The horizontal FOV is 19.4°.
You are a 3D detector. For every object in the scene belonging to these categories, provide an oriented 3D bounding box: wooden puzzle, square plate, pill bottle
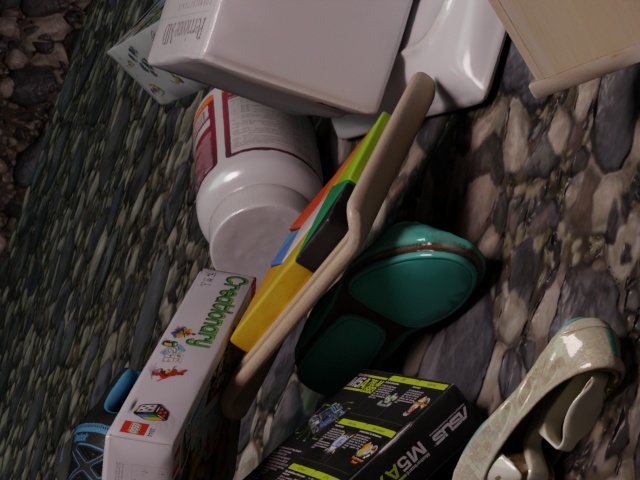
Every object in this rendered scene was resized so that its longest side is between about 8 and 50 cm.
[{"bbox_3d":[0.000,0.000,1.457,0.239,0.044,0.221,-57,4,38],"label":"wooden puzzle"},{"bbox_3d":[0.101,-0.267,1.606,0.347,0.049,0.344,174,112,-71],"label":"square plate"},{"bbox_3d":[-0.058,-0.053,1.761,0.221,0.121,0.121,-98,30,-54],"label":"pill bottle"}]

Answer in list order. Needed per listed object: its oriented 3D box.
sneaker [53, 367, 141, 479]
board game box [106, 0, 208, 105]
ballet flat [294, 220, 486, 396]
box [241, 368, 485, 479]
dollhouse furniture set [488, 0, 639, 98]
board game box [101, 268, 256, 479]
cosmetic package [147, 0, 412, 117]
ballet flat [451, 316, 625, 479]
[{"bbox_3d":[-0.209,0.252,1.927,0.140,0.125,0.341,-62,22,17],"label":"sneaker"},{"bbox_3d":[-0.083,-0.262,1.948,0.224,0.097,0.303,-50,14,-16],"label":"board game box"},{"bbox_3d":[0.051,0.033,1.419,0.247,0.083,0.087,-47,19,52],"label":"ballet flat"},{"bbox_3d":[0.007,0.169,1.331,0.184,0.045,0.190,-39,11,-16],"label":"box"},{"bbox_3d":[0.238,-0.275,1.173,0.286,0.198,0.303,-18,21,44],"label":"dollhouse furniture set"},{"bbox_3d":[-0.111,0.168,1.455,0.305,0.053,0.193,-67,-15,-66],"label":"board game box"},{"bbox_3d":[0.010,-0.343,1.608,0.230,0.161,0.453,-168,95,-72],"label":"cosmetic package"},{"bbox_3d":[0.130,0.119,1.136,0.168,0.057,0.052,-62,30,30],"label":"ballet flat"}]
